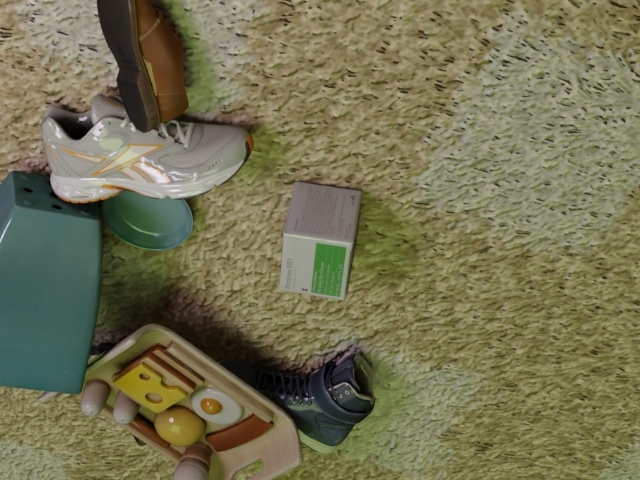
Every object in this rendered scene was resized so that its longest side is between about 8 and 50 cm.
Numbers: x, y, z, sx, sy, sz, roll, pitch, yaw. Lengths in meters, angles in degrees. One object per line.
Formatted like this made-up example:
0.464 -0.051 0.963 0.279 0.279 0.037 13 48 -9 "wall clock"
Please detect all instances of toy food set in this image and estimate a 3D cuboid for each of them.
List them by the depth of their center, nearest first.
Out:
-0.205 0.254 1.479 0.306 0.092 0.219 39 128 -24 "toy food set"

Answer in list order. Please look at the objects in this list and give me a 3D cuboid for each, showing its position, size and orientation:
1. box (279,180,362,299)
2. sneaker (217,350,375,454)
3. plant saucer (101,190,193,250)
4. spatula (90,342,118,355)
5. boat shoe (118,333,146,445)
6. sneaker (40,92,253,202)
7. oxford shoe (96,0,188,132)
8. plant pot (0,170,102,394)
0.000 0.000 1.326 0.087 0.102 0.101 9 133 3 "box"
-0.029 0.199 1.516 0.226 0.086 0.163 28 130 -17 "sneaker"
-0.220 -0.038 1.381 0.119 0.021 0.119 4 132 4 "plant saucer"
-0.333 0.161 1.531 0.296 0.030 0.084 -3 124 26 "spatula"
-0.252 0.212 1.588 0.072 0.068 0.190 -17 126 -23 "boat shoe"
-0.212 -0.117 1.264 0.262 0.099 0.121 -6 126 12 "sneaker"
-0.193 -0.230 1.186 0.076 0.076 0.212 29 136 47 "oxford shoe"
-0.360 0.044 1.359 0.165 0.165 0.234 11 115 -24 "plant pot"
